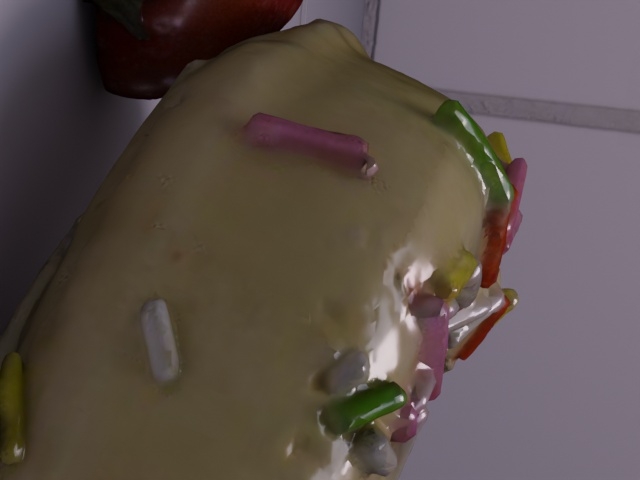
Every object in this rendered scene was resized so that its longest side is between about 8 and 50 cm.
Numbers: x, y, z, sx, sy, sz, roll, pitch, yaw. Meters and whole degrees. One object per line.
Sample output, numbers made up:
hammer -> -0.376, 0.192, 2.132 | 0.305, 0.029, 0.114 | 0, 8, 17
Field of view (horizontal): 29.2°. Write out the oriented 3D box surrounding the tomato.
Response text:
tomato -> -0.049, -0.142, 0.560 | 0.139, 0.091, 0.159 | -76, 170, -61

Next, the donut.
donut -> -0.021, 0.075, 0.526 | 0.307, 0.150, 0.371 | 80, 31, -60
